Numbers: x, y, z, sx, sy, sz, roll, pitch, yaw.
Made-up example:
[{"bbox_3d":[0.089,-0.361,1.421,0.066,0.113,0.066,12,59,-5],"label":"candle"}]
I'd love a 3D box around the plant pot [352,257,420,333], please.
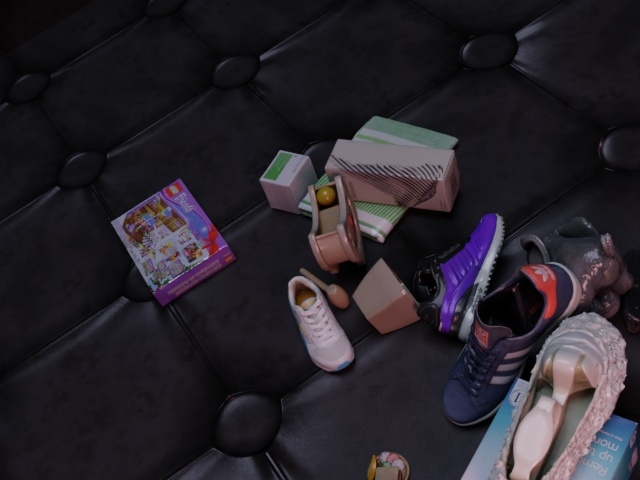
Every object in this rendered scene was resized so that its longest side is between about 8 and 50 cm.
[{"bbox_3d":[0.130,0.121,1.836,0.096,0.109,0.109,-38,47,4],"label":"plant pot"}]

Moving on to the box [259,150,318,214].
[{"bbox_3d":[-0.071,-0.135,2.130,0.087,0.102,0.101,15,57,29],"label":"box"}]

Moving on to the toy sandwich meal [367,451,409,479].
[{"bbox_3d":[0.119,0.413,1.637,0.085,0.029,0.086,-11,48,13],"label":"toy sandwich meal"}]

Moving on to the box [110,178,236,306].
[{"bbox_3d":[-0.350,-0.001,2.157,0.200,0.057,0.293,-33,47,-7],"label":"box"}]

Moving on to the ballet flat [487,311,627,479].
[{"bbox_3d":[0.374,0.257,1.427,0.146,0.147,0.409,13,57,30],"label":"ballet flat"}]

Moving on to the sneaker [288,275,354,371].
[{"bbox_3d":[-0.008,0.169,1.853,0.087,0.092,0.229,-29,48,-6],"label":"sneaker"}]

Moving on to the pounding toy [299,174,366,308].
[{"bbox_3d":[0.000,0.000,1.926,0.154,0.154,0.270,-18,56,13],"label":"pounding toy"}]

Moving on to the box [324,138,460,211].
[{"bbox_3d":[0.158,-0.143,1.996,0.275,0.113,0.094,7,54,25],"label":"box"}]

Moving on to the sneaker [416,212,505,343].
[{"bbox_3d":[0.268,0.050,1.812,0.146,0.102,0.293,17,57,11],"label":"sneaker"}]

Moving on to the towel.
[{"bbox_3d":[0.131,-0.148,2.109,0.247,0.038,0.325,21,60,32],"label":"towel"}]

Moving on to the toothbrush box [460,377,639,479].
[{"bbox_3d":[0.356,0.404,1.487,0.216,0.126,0.296,19,62,33],"label":"toothbrush box"}]

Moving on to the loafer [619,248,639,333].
[{"bbox_3d":[0.579,0.093,1.704,0.062,0.061,0.170,11,54,9],"label":"loafer"}]

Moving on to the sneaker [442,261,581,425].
[{"bbox_3d":[0.296,0.177,1.590,0.131,0.148,0.350,45,113,37],"label":"sneaker"}]

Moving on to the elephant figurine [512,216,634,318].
[{"bbox_3d":[0.438,0.037,1.686,0.186,0.169,0.239,-59,42,12],"label":"elephant figurine"}]
